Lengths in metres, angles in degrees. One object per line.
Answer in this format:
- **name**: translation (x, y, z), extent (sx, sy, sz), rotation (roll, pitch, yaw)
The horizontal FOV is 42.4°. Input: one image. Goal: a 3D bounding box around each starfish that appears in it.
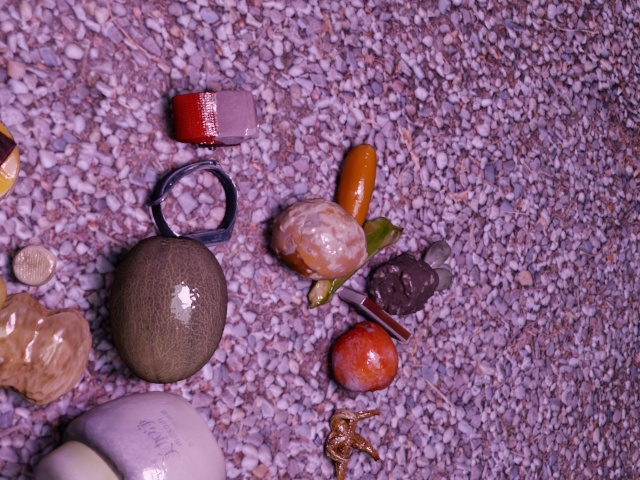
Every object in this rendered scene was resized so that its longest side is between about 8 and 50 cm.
- **starfish**: translation (0.081, 0.505, 2.039), extent (0.146, 0.074, 0.189), rotation (17, 80, -32)

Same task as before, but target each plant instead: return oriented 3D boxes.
- **plant**: translation (0.245, 0.097, 2.122), extent (0.275, 0.149, 0.146), rotation (-24, 146, -49)

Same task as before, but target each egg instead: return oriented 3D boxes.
- **egg**: translation (0.000, 0.000, 1.919), extent (0.233, 0.195, 0.194), rotation (27, 74, -21)

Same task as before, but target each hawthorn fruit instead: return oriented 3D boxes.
- **hawthorn fruit**: translation (0.108, 0.283, 2.009), extent (0.173, 0.173, 0.172), rotation (1, 89, -34)

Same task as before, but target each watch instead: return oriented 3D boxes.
- **watch**: translation (-0.277, -0.077, 1.811), extent (0.206, 0.068, 0.192), rotation (-10, 91, -37)

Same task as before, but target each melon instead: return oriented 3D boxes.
- **melon**: translation (-0.308, 0.141, 1.683), extent (0.238, 0.237, 0.301), rotation (2, 93, -34)

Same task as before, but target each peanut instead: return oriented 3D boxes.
- **peanut**: translation (-0.556, 0.206, 1.587), extent (0.233, 0.110, 0.196), rotation (29, 78, -30)

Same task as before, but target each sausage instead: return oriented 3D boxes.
- **sausage**: translation (0.088, -0.130, 2.043), extent (0.098, 0.098, 0.238), rotation (20, 80, -33)

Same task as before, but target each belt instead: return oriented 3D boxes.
- **belt**: translation (-0.225, -0.260, 1.810), extent (0.201, 0.128, 0.124), rotation (-8, 95, -36)

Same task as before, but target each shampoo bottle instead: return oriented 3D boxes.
- **shampoo bottle**: translation (-0.357, 0.460, 1.594), extent (0.317, 0.323, 0.322), rotation (-28, 105, -41)

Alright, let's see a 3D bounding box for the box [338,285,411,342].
- **box**: translation (0.134, 0.185, 2.056), extent (0.177, 0.115, 0.036), rotation (40, 81, -26)

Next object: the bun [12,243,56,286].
- **bun**: translation (-0.560, 0.048, 1.620), extent (0.086, 0.055, 0.086), rotation (0, 92, -7)

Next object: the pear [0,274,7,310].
- **pear**: translation (-0.678, 0.091, 1.449), extent (0.229, 0.211, 0.188), rotation (6, 95, -34)

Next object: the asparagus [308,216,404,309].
- **asparagus**: translation (0.083, 0.044, 2.049), extent (0.343, 0.082, 0.085), rotation (-39, 146, -27)

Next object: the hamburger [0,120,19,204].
- **hamburger**: translation (-0.683, -0.173, 1.488), extent (0.295, 0.151, 0.227), rotation (52, 57, -17)
